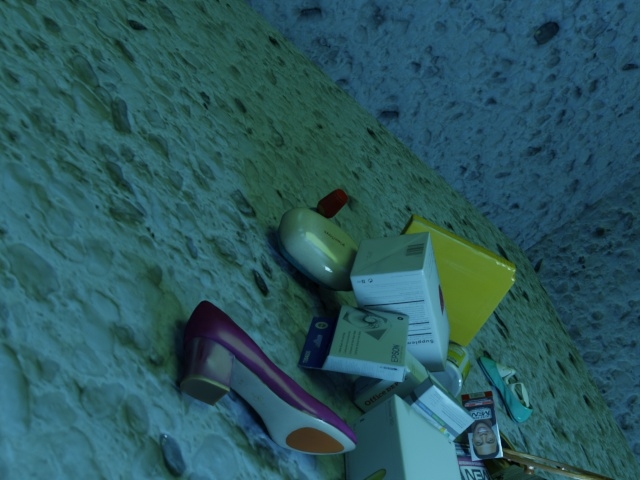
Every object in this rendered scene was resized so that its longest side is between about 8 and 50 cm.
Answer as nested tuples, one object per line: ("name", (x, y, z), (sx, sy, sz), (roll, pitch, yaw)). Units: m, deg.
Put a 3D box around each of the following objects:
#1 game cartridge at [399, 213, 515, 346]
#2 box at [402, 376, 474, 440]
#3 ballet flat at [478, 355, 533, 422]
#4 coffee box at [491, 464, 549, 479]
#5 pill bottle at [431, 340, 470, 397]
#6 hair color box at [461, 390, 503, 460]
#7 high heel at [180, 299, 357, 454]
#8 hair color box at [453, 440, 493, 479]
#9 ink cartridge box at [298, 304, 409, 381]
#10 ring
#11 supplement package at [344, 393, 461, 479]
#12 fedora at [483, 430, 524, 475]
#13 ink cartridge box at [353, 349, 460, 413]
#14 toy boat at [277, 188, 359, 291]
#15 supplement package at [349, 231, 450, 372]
("game cartridge", (0.321, 0.112, 2.074), (0.323, 0.285, 0.053), (26, 29, -8))
("box", (0.215, 0.400, 1.664), (0.145, 0.186, 0.038), (43, 9, -23))
("ballet flat", (0.607, 0.464, 2.501), (0.083, 0.087, 0.247), (14, 43, -58))
("coffee box", (0.476, 0.619, 1.785), (0.246, 0.098, 0.141), (139, -71, -81))
("pill bottle", (0.340, 0.348, 2.099), (0.119, 0.119, 0.208), (54, 21, 4))
("hair color box", (0.359, 0.412, 1.725), (0.043, 0.071, 0.141), (-49, 128, -80))
("high heel", (-0.077, 0.246, 1.384), (0.377, 0.127, 0.181), (36, 37, -28))
("hair color box", (0.344, 0.619, 1.694), (0.174, 0.105, 0.347), (23, 36, -51))
("ink cartridge box", (0.078, 0.215, 1.685), (0.223, 0.045, 0.223), (7, 24, 5))
("ring", (0.532, 0.537, 1.826), (0.336, 0.336, 0.032), (25, 76, -50))
("supplement package", (0.166, 0.475, 1.506), (0.204, 0.145, 0.262), (42, 23, -24))
("fedora", (0.454, 0.566, 2.040), (0.194, 0.079, 0.194), (41, 19, -17))
("ink cartridge box", (0.195, 0.361, 1.736), (0.208, 0.153, 0.087), (46, 20, -17))
("toy boat", (0.000, 0.000, 1.963), (0.267, 0.148, 0.318), (38, 32, -21))
("supplement package", (0.198, 0.154, 1.861), (0.177, 0.175, 0.293), (-69, 147, -57))
